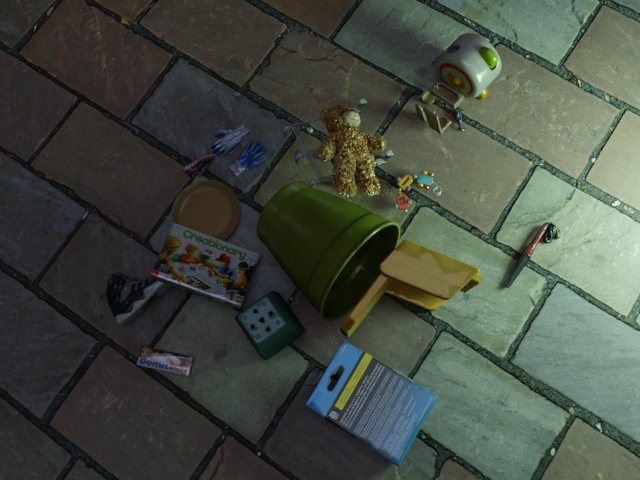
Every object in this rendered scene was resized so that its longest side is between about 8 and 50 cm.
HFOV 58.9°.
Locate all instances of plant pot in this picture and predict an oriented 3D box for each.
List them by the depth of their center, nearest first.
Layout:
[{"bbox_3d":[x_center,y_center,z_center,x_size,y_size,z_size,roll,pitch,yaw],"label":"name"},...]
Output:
[{"bbox_3d":[-0.166,0.260,1.767,0.165,0.234,0.165,-36,79,-5],"label":"plant pot"},{"bbox_3d":[0.000,0.000,1.786,0.353,0.366,0.366,38,82,23],"label":"plant pot"},{"bbox_3d":[-0.395,-0.093,1.963,0.237,0.032,0.236,-1,77,2],"label":"plant pot"}]

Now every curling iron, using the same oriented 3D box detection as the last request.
[{"bbox_3d":[0.698,0.048,1.870,0.068,0.035,0.274,40,82,11],"label":"curling iron"}]

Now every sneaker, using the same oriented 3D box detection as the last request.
[{"bbox_3d":[-0.608,0.143,1.883,0.268,0.101,0.153,-43,81,-4],"label":"sneaker"},{"bbox_3d":[-0.423,-0.262,2.002,0.119,0.047,0.057,-30,99,-3],"label":"sneaker"}]

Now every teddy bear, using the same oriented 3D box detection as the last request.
[{"bbox_3d":[0.101,-0.296,1.848,0.245,0.113,0.337,10,71,-9],"label":"teddy bear"}]

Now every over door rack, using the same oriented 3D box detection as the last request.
[{"bbox_3d":[0.055,-0.324,1.963,0.324,0.108,0.239,-22,78,-16],"label":"over door rack"}]

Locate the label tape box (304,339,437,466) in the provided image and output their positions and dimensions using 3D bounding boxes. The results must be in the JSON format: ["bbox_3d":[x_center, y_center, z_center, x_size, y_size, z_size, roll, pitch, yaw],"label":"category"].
[{"bbox_3d":[0.156,0.499,1.761,0.334,0.106,0.240,31,80,10],"label":"label tape box"}]

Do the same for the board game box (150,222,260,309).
[{"bbox_3d":[-0.374,0.084,1.858,0.305,0.053,0.192,20,65,-6],"label":"board game box"}]

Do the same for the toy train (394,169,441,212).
[{"bbox_3d":[0.321,-0.168,1.937,0.166,0.046,0.125,-20,78,2],"label":"toy train"}]

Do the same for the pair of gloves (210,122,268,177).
[{"bbox_3d":[-0.293,-0.329,2.016,0.159,0.023,0.198,-41,79,-6],"label":"pair of gloves"}]

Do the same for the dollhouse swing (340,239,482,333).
[{"bbox_3d":[0.261,0.198,1.699,0.315,0.347,0.304,22,79,8],"label":"dollhouse swing"}]

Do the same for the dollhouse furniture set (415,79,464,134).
[{"bbox_3d":[0.404,-0.483,1.945,0.151,0.123,0.144,-47,64,0],"label":"dollhouse furniture set"}]

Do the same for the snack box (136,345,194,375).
[{"bbox_3d":[-0.509,0.396,1.863,0.178,0.022,0.064,11,79,5],"label":"snack box"}]

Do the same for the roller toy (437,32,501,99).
[{"bbox_3d":[0.505,-0.593,1.948,0.191,0.209,0.146,40,83,24],"label":"roller toy"}]

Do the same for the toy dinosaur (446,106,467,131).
[{"bbox_3d":[0.490,-0.424,1.997,0.090,0.047,0.082,5,86,38],"label":"toy dinosaur"}]
